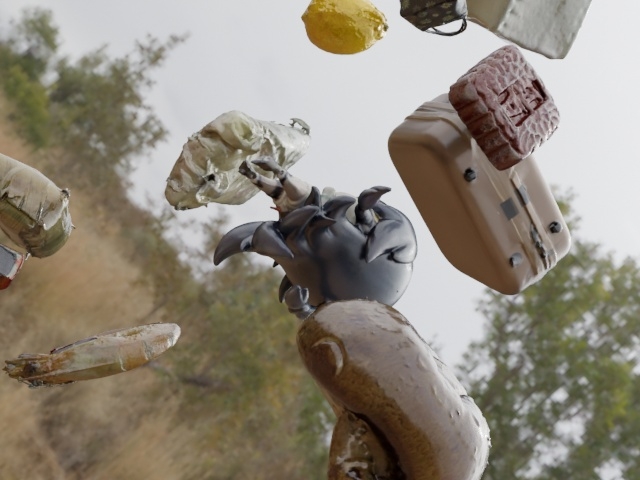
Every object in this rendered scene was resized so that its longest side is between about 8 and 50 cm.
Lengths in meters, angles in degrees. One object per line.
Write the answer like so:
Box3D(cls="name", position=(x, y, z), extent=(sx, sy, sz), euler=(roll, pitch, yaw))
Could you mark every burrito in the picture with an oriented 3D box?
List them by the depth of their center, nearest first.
Box3D(cls="burrito", position=(-0.127, -0.119, 1.578), extent=(0.107, 0.175, 0.348), euler=(56, 15, 2))

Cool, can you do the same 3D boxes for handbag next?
Box3D(cls="handbag", position=(0.222, -0.082, 1.639), extent=(0.302, 0.149, 0.283), euler=(57, -16, -24))
Box3D(cls="handbag", position=(0.205, -0.384, 1.802), extent=(0.139, 0.115, 0.072), euler=(44, 38, -52))

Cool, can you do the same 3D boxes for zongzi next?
Box3D(cls="zongzi", position=(-0.442, -0.063, 1.503), extent=(0.197, 0.099, 0.194), euler=(33, -19, 4))

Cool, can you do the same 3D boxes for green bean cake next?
Box3D(cls="green bean cake", position=(0.242, -0.174, 1.380), extent=(0.056, 0.135, 0.135), euler=(-28, -80, 48))

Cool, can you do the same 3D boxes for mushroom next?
Box3D(cls="mushroom", position=(0.070, 0.149, 0.973), extent=(0.231, 0.138, 0.194), euler=(62, 14, -17))

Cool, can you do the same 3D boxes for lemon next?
Box3D(cls="lemon", position=(0.042, -0.377, 1.851), extent=(0.155, 0.114, 0.114), euler=(11, -16, 4))

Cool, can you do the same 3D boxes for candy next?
Box3D(cls="candy", position=(0.413, -0.530, 1.965), extent=(0.208, 0.358, 0.145), euler=(10, 18, -34))

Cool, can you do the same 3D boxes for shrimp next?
Box3D(cls="shrimp", position=(-0.302, 0.144, 1.419), extent=(0.133, 0.236, 0.053), euler=(-141, -139, -60))

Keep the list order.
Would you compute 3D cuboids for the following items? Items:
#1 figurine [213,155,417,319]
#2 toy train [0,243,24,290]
Box3D(cls="figurine", position=(0.003, 0.004, 1.321), extent=(0.265, 0.197, 0.175), euler=(8, 14, -34))
Box3D(cls="toy train", position=(-0.569, -0.015, 1.285), extent=(0.409, 0.089, 0.086), euler=(23, 19, -15))
